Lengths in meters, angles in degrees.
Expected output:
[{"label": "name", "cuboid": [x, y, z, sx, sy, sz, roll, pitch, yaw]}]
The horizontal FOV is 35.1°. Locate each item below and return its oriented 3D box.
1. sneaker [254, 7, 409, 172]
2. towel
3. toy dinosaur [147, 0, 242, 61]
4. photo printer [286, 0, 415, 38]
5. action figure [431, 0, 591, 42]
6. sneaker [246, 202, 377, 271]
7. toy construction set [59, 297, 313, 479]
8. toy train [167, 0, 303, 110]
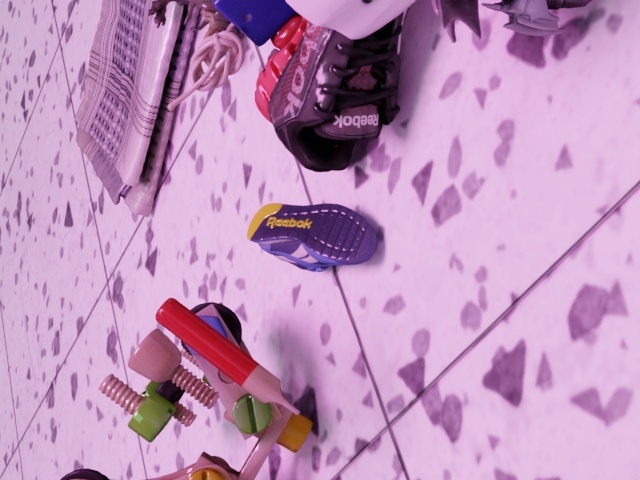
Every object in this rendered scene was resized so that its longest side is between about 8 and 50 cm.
[{"label": "sneaker", "cuboid": [0.028, -0.161, 0.842, 0.276, 0.098, 0.135, -60, 41, 47]}, {"label": "towel", "cuboid": [-0.266, -0.228, 1.374, 0.312, 0.056, 0.324, 43, 123, 51]}, {"label": "toy dinosaur", "cuboid": [-0.147, -0.313, 1.168, 0.118, 0.064, 0.268, -8, 75, 19]}, {"label": "photo printer", "cuboid": [0.039, -0.301, 0.654, 0.256, 0.107, 0.307, -49, 42, 37]}, {"label": "action figure", "cuboid": [0.154, -0.237, 0.669, 0.285, 0.099, 0.185, -23, 74, 59]}, {"label": "sneaker", "cuboid": [0.000, 0.000, 0.929, 0.144, 0.059, 0.053, 12, 65, 43]}, {"label": "toy construction set", "cuboid": [-0.079, 0.198, 0.912, 0.237, 0.257, 0.309, 36, 149, 4]}, {"label": "toy train", "cuboid": [-0.069, -0.242, 0.953, 0.248, 0.105, 0.143, -42, 34, 14]}]
